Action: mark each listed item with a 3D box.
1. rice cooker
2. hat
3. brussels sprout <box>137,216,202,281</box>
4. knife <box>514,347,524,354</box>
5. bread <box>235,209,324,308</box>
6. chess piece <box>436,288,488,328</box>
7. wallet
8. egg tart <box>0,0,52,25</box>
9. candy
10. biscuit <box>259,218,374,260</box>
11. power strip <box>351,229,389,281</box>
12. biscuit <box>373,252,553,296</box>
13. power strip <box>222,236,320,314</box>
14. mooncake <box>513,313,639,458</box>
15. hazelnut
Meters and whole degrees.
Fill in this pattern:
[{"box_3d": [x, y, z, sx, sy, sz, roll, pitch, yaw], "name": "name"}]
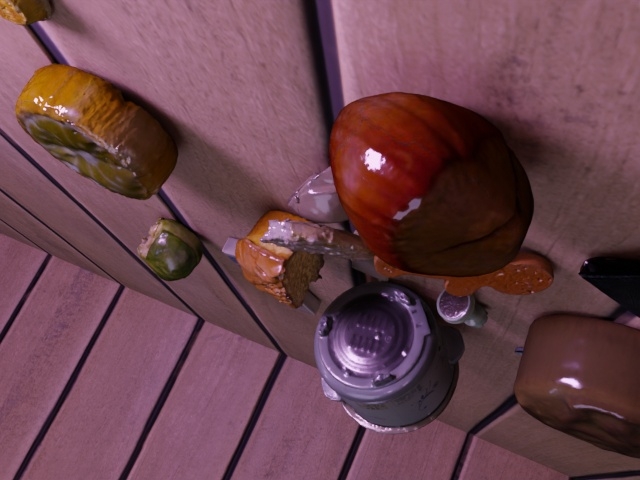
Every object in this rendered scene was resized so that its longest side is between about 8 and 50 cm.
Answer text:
[{"box_3d": [0.136, 0.236, 1.363, 0.317, 0.264, 0.316, -12, 145, -9], "name": "rice cooker"}, {"box_3d": [0.052, -0.043, 0.923, 0.175, 0.085, 0.147, 30, 162, -13], "name": "hat"}, {"box_3d": [-0.361, 0.027, 1.633, 0.145, 0.131, 0.183, 35, 156, -15], "name": "brussels sprout"}, {"box_3d": [0.465, 0.233, 1.304, 0.210, 0.015, 0.028, 9, 162, 44], "name": "knife"}, {"box_3d": [-0.074, 0.027, 1.249, 0.139, 0.143, 0.229, 31, 163, 18], "name": "bread"}, {"box_3d": [0.256, 0.124, 1.193, 0.067, 0.067, 0.103, 10, 166, 41], "name": "chess piece"}, {"box_3d": [0.485, 0.103, 0.831, 0.318, 0.045, 0.172, 30, 166, -19], "name": "wallet"}, {"box_3d": [-0.381, -0.299, 0.835, 0.105, 0.039, 0.105, 21, 164, 6], "name": "egg tart"}, {"box_3d": [-0.351, -0.169, 1.071, 0.260, 0.118, 0.260, 24, 159, 10], "name": "candy"}, {"box_3d": [0.000, 0.000, 1.029, 0.188, 0.040, 0.265, 9, 175, 14], "name": "biscuit"}, {"box_3d": [0.091, 0.029, 1.186, 0.076, 0.028, 0.169, 22, 161, 10], "name": "power strip"}, {"box_3d": [0.201, 0.024, 0.942, 0.250, 0.036, 0.165, 12, 148, -3], "name": "biscuit"}, {"box_3d": [-0.108, 0.096, 1.643, 0.106, 0.043, 0.367, 15, 161, 32], "name": "power strip"}, {"box_3d": [0.464, 0.246, 1.101, 0.284, 0.155, 0.284, 22, 159, 9], "name": "mooncake"}, {"box_3d": [0.106, -0.062, 0.684, 0.181, 0.180, 0.212, -20, 142, 26], "name": "hazelnut"}]
